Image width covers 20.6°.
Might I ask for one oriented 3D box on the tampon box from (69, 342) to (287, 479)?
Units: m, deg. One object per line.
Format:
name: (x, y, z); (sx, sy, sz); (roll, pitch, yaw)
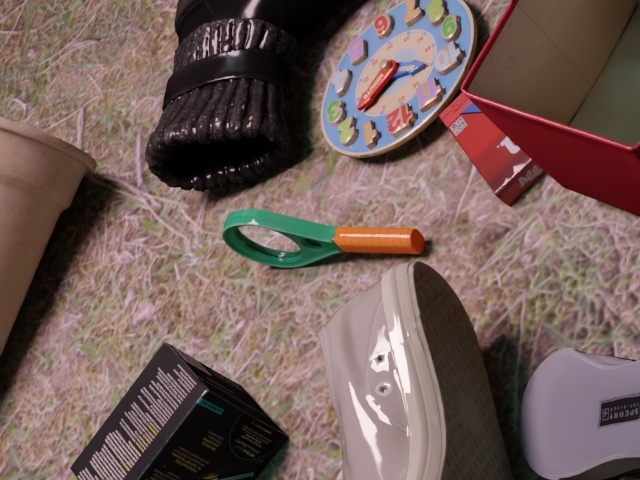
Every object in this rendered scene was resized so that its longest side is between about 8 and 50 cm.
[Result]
tampon box: (-0.141, 0.208, 1.733); (0.161, 0.120, 0.101); (-52, 39, 3)

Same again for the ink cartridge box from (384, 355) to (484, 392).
ink cartridge box: (0.092, 0.128, 1.626); (0.115, 0.029, 0.063); (-49, 40, 9)

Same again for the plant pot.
plant pot: (-0.467, 0.011, 2.091); (0.334, 0.334, 0.305); (5, 78, 48)

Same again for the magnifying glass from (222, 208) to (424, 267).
magnifying glass: (0.000, 0.000, 1.781); (0.231, 0.092, 0.026); (-1, 59, 34)

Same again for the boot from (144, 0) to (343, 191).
boot: (-0.049, -0.219, 1.937); (0.348, 0.131, 0.260); (-36, 34, 38)

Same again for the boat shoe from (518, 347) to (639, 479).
boat shoe: (0.263, 0.136, 1.384); (0.306, 0.105, 0.113); (150, 129, -63)

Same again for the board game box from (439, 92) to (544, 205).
board game box: (0.247, -0.174, 1.689); (0.281, 0.027, 0.145); (-44, 41, 13)

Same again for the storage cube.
storage cube: (0.272, -0.136, 1.481); (0.215, 0.193, 0.183); (24, 81, 43)

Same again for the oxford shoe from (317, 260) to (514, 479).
oxford shoe: (0.080, 0.217, 1.454); (0.130, 0.169, 0.449); (-29, 45, 22)

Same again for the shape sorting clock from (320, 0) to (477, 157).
shape sorting clock: (0.079, -0.177, 1.852); (0.206, 0.040, 0.206); (-26, 47, 31)
